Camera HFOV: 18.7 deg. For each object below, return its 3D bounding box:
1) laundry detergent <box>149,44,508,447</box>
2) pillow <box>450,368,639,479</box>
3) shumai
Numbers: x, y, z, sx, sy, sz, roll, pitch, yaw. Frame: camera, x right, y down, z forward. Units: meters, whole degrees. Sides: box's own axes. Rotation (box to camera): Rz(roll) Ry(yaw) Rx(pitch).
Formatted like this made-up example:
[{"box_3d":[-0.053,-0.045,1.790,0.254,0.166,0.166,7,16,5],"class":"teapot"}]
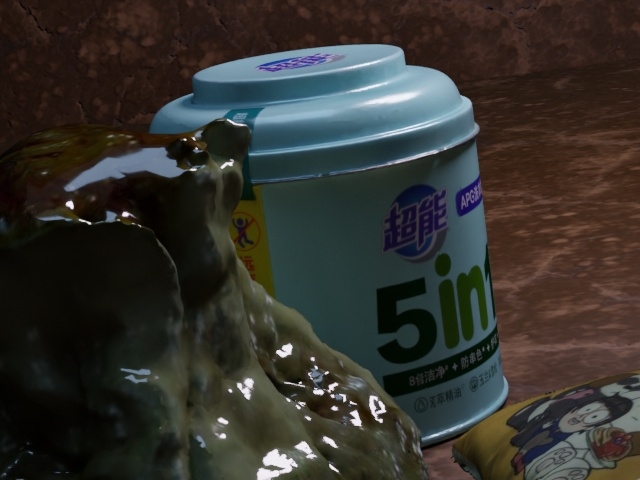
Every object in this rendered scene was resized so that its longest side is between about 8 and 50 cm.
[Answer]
[{"box_3d":[0.000,0.000,1.629,0.287,0.305,0.287,-7,12,2],"class":"laundry detergent"},{"box_3d":[0.248,0.147,1.232,0.312,0.119,0.310,-10,9,0],"class":"pillow"},{"box_3d":[-0.117,0.078,1.315,0.324,0.323,0.397,-3,14,30],"class":"shumai"}]
